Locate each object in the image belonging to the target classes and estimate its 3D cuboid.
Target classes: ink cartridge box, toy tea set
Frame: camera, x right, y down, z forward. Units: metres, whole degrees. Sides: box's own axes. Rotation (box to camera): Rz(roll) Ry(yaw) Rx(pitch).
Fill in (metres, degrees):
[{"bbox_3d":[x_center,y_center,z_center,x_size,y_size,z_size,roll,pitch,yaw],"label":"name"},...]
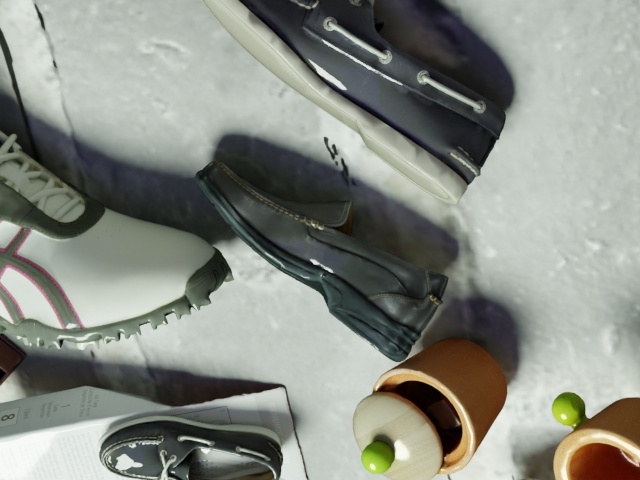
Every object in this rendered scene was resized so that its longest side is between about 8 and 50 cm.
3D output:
[{"bbox_3d":[-0.119,0.182,1.138,0.225,0.056,0.181,-12,120,2],"label":"ink cartridge box"},{"bbox_3d":[0.158,0.185,0.924,0.336,0.124,0.200,18,126,30],"label":"toy tea set"}]

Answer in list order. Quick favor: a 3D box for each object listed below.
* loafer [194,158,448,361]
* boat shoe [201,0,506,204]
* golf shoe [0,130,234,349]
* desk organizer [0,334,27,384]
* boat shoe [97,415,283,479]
[{"bbox_3d":[0.000,0.000,0.968,0.170,0.062,0.061,38,90,3],"label":"loafer"},{"bbox_3d":[0.013,-0.106,0.892,0.206,0.075,0.065,39,86,0],"label":"boat shoe"},{"bbox_3d":[-0.190,-0.005,1.009,0.273,0.105,0.120,5,117,19],"label":"golf shoe"},{"bbox_3d":[-0.279,0.066,1.124,0.130,0.050,0.047,40,128,-7],"label":"desk organizer"},{"bbox_3d":[-0.087,0.148,1.069,0.125,0.038,0.046,5,119,-7],"label":"boat shoe"}]
